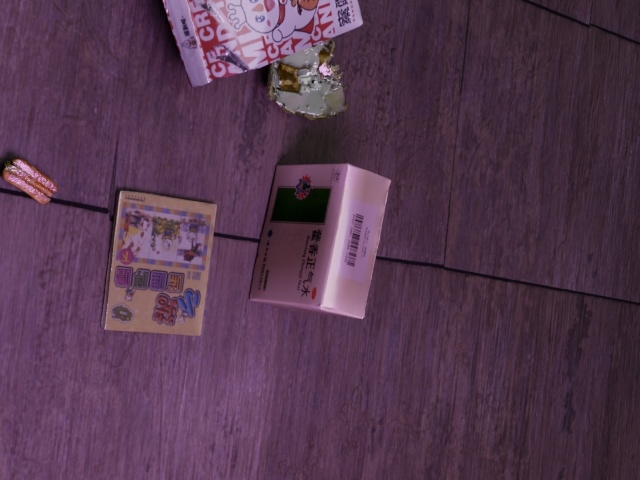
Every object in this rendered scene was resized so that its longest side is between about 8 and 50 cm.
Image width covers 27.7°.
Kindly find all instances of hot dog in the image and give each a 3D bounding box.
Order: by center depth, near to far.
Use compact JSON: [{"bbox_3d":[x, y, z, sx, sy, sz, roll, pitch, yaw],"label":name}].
[{"bbox_3d":[-0.373,-0.077,1.658,0.037,0.021,0.083,-51,128,-3],"label":"hot dog"}]

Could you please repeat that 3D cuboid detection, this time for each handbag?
[{"bbox_3d":[-0.099,-0.337,1.808,0.298,0.151,0.171,-27,114,-36],"label":"handbag"}]

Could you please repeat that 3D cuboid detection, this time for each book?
[{"bbox_3d":[-0.222,0.033,1.803,0.168,0.013,0.192,8,87,-42],"label":"book"}]

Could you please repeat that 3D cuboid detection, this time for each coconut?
[{"bbox_3d":[-0.023,-0.244,1.939,0.158,0.055,0.133,32,70,-40],"label":"coconut"}]

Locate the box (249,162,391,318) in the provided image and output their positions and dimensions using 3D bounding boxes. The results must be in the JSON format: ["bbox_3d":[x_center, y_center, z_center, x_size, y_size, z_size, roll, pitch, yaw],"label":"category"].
[{"bbox_3d":[0.000,0.000,1.894,0.095,0.168,0.212,18,80,-42],"label":"box"}]
